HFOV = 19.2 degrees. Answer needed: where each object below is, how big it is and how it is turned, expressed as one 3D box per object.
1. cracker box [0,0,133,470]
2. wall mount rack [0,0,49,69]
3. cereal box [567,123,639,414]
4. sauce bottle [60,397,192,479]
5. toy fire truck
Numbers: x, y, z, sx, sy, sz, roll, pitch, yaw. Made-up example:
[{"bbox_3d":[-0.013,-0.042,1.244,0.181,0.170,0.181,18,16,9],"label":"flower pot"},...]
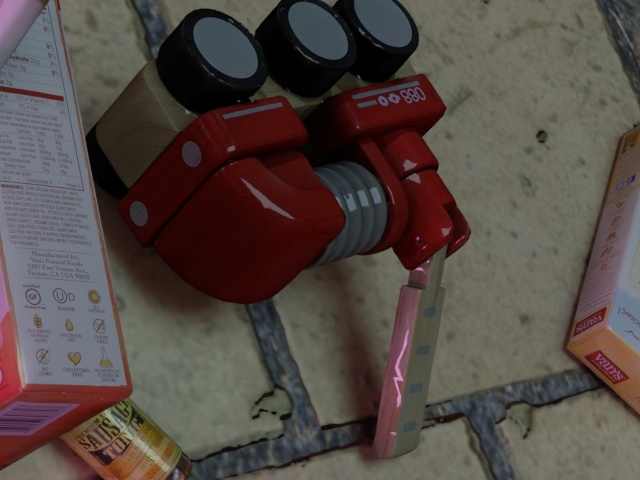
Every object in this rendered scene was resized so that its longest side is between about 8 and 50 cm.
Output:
[{"bbox_3d":[-0.179,-0.009,0.913,0.067,0.156,0.232,7,61,-42],"label":"cracker box"},{"bbox_3d":[-0.263,-0.112,0.825,0.304,0.350,0.130,30,-7,21],"label":"wall mount rack"},{"bbox_3d":[0.275,0.040,1.410,0.173,0.047,0.240,42,44,-18],"label":"cereal box"},{"bbox_3d":[-0.124,0.089,0.996,0.128,0.042,0.042,43,43,-15],"label":"sauce bottle"},{"bbox_3d":[0.000,0.000,1.112,0.217,0.158,0.246,-17,69,-48],"label":"toy fire truck"}]
